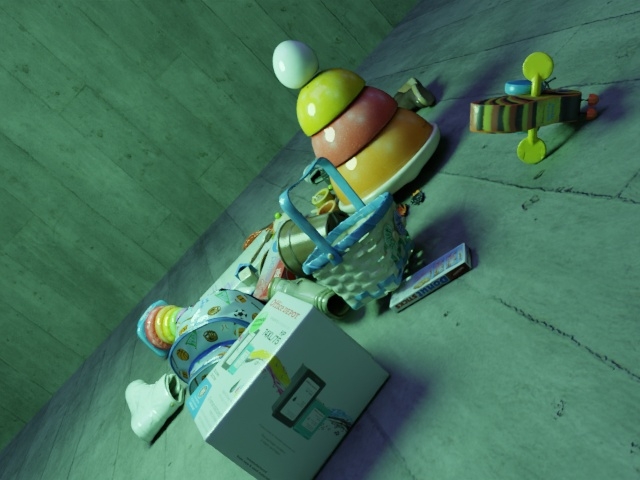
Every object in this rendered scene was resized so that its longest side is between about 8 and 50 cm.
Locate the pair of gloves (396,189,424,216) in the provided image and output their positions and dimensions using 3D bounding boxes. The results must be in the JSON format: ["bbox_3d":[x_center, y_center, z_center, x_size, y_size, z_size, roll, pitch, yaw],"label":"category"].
[{"bbox_3d":[0.221,-0.090,1.439,0.083,0.010,0.074,-39,18,16],"label":"pair of gloves"}]

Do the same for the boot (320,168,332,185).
[{"bbox_3d":[0.151,-0.326,1.955,0.338,0.118,0.222,-22,25,44],"label":"boot"}]

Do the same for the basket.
[{"bbox_3d":[0.055,-0.028,1.203,0.201,0.289,0.254,-40,8,33],"label":"basket"}]

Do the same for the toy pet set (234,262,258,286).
[{"bbox_3d":[-0.210,0.124,1.756,0.122,0.114,0.065,-37,43,6],"label":"toy pet set"}]

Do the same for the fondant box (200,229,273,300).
[{"bbox_3d":[-0.245,0.132,1.894,0.330,0.096,0.238,-48,18,-1],"label":"fondant box"}]

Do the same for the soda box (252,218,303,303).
[{"bbox_3d":[-0.096,0.066,1.599,0.092,0.083,0.263,-13,48,38],"label":"soda box"}]

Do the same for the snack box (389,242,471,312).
[{"bbox_3d":[0.207,0.072,1.102,0.178,0.022,0.064,-36,19,30],"label":"snack box"}]

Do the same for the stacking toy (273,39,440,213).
[{"bbox_3d":[0.056,-0.342,1.565,0.351,0.480,0.350,-40,13,12],"label":"stacking toy"}]

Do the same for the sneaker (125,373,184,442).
[{"bbox_3d":[-0.487,0.462,1.743,0.169,0.108,0.292,-47,27,-6],"label":"sneaker"}]

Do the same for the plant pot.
[{"bbox_3d":[0.000,0.000,1.527,0.165,0.167,0.167,-19,32,43],"label":"plant pot"}]

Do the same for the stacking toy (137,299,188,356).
[{"bbox_3d":[-0.489,0.299,2.061,0.302,0.165,0.175,-12,35,37],"label":"stacking toy"}]

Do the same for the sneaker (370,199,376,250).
[{"bbox_3d":[0.123,-0.027,1.413,0.081,0.080,0.211,-32,21,31],"label":"sneaker"}]

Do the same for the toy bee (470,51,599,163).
[{"bbox_3d":[0.428,-0.264,1.100,0.162,0.195,0.298,19,53,44],"label":"toy bee"}]

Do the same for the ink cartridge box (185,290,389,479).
[{"bbox_3d":[-0.062,0.260,1.022,0.270,0.197,0.198,-51,18,-12],"label":"ink cartridge box"}]

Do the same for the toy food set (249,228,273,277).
[{"bbox_3d":[-0.129,0.070,1.685,0.039,0.192,0.132,18,65,31],"label":"toy food set"}]

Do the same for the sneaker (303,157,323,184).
[{"bbox_3d":[0.027,-0.307,2.260,0.228,0.086,0.132,-54,21,10],"label":"sneaker"}]

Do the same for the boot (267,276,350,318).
[{"bbox_3d":[-0.002,0.133,1.331,0.165,0.213,0.077,10,86,28],"label":"boot"}]

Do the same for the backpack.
[{"bbox_3d":[-0.184,0.244,1.234,0.276,0.263,0.213,-41,20,17],"label":"backpack"}]

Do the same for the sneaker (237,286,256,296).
[{"bbox_3d":[-0.221,0.221,1.583,0.236,0.130,0.323,-51,12,1],"label":"sneaker"}]

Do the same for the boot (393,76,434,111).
[{"bbox_3d":[0.285,-0.434,1.968,0.206,0.090,0.248,-55,17,23],"label":"boot"}]

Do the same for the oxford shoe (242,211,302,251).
[{"bbox_3d":[-0.167,-0.017,2.080,0.271,0.096,0.098,-31,4,31],"label":"oxford shoe"}]

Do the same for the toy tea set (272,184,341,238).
[{"bbox_3d":[-0.016,-0.108,1.795,0.336,0.124,0.200,-53,29,-18],"label":"toy tea set"}]
